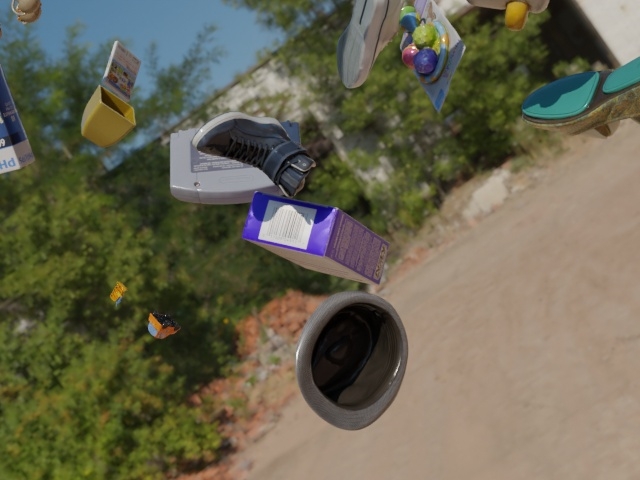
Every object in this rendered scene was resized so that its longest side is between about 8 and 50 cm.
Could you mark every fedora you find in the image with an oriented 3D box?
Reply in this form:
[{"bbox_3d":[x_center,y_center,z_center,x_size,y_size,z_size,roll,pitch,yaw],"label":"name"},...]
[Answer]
[{"bbox_3d":[0.043,0.231,1.946,0.124,0.244,0.275,-14,44,61],"label":"fedora"}]

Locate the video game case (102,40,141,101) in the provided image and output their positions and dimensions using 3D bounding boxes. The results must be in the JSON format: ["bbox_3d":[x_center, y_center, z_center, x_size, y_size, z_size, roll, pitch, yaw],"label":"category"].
[{"bbox_3d":[-0.478,-0.407,2.388,0.011,0.087,0.122,-9,58,33],"label":"video game case"}]

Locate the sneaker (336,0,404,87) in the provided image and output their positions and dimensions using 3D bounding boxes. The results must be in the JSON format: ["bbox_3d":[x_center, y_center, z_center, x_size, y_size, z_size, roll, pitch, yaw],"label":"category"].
[{"bbox_3d":[0.101,-0.381,1.845,0.091,0.094,0.258,-16,-26,-24],"label":"sneaker"}]

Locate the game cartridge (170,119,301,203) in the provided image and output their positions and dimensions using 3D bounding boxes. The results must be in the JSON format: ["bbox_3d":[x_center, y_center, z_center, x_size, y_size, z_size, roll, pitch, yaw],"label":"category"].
[{"bbox_3d":[-0.186,-0.172,2.200,0.294,0.196,0.060,-5,-39,-1],"label":"game cartridge"}]

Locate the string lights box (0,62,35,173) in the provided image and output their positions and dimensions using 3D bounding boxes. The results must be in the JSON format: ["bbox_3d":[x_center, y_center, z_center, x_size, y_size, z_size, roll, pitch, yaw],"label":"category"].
[{"bbox_3d":[-0.609,-0.238,1.719,0.133,0.259,0.077,-14,14,8],"label":"string lights box"}]

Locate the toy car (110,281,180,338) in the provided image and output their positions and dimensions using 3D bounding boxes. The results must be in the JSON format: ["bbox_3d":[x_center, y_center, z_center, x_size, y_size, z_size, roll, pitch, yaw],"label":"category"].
[{"bbox_3d":[-0.292,0.120,1.641,0.040,0.122,0.060,-53,-11,10],"label":"toy car"}]

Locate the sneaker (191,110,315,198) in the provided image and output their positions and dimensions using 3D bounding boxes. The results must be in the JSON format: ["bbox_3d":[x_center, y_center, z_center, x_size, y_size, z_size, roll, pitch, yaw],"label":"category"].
[{"bbox_3d":[-0.110,-0.151,1.791,0.226,0.163,0.086,-9,-37,-48],"label":"sneaker"}]

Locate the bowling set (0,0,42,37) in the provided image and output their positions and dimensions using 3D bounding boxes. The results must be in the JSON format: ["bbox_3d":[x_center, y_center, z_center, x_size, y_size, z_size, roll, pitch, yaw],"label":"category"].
[{"bbox_3d":[-0.579,-0.527,2.039,0.287,0.154,0.200,-32,-8,26],"label":"bowling set"}]

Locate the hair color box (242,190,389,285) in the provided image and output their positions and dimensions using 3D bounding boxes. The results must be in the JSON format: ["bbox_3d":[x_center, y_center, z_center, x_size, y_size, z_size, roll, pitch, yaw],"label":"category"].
[{"bbox_3d":[0.000,0.000,2.044,0.339,0.185,0.110,33,-109,-66],"label":"hair color box"}]

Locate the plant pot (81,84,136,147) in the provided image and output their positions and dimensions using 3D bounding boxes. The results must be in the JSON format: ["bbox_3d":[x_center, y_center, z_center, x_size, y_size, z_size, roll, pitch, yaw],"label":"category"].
[{"bbox_3d":[-0.404,-0.223,1.851,0.083,0.081,0.081,-46,31,16],"label":"plant pot"}]

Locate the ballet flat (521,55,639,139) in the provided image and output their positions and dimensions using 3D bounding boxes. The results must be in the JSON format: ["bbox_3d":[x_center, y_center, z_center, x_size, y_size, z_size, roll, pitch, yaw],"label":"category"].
[{"bbox_3d":[0.478,-0.224,1.612,0.123,0.123,0.349,-36,12,-33],"label":"ballet flat"}]

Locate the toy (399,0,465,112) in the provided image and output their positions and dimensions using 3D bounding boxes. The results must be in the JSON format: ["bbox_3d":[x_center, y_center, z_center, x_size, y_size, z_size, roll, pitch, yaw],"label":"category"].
[{"bbox_3d":[0.182,-0.354,1.806,0.237,0.056,0.136,-107,28,-48],"label":"toy"}]

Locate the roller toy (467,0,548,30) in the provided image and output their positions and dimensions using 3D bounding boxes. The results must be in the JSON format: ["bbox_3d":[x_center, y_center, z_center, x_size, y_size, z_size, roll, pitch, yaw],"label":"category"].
[{"bbox_3d":[0.307,-0.450,1.528,0.191,0.146,0.209,87,-163,-52],"label":"roller toy"}]
